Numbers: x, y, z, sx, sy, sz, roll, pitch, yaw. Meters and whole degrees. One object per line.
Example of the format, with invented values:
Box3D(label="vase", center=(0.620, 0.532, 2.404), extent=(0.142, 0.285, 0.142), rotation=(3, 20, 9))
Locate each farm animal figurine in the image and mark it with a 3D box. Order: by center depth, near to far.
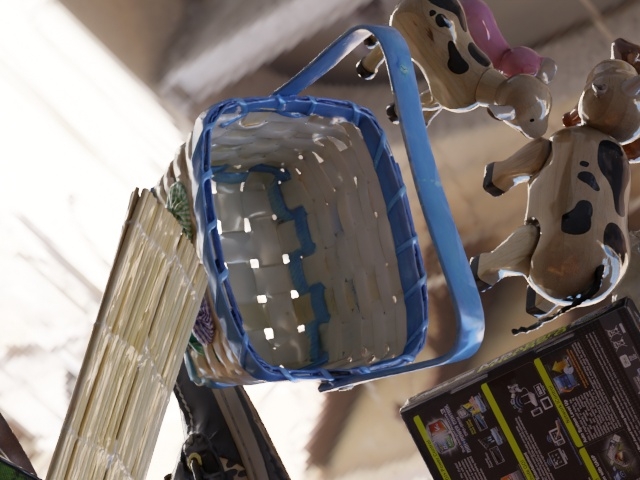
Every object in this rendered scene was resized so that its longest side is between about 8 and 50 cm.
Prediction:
Box3D(label="farm animal figurine", center=(0.209, -0.083, 1.488), extent=(0.172, 0.330, 0.326), rotation=(-29, -121, 50))

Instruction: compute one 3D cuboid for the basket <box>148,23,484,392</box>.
Box3D(label="basket", center=(0.000, 0.000, 1.311), extent=(0.289, 0.201, 0.254), rotation=(-28, -108, 46))

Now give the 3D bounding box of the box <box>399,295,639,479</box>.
Box3D(label="box", center=(0.223, 0.213, 1.431), extent=(0.216, 0.270, 0.060), rotation=(-28, 179, 15))

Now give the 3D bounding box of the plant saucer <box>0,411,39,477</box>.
Box3D(label="plant saucer", center=(-0.277, 0.140, 1.350), extent=(0.029, 0.168, 0.168), rotation=(-34, -160, -6))

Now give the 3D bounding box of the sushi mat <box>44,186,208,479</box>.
Box3D(label="sushi mat", center=(-0.132, 0.134, 1.029), extent=(0.019, 0.151, 0.316), rotation=(8, -114, 17))

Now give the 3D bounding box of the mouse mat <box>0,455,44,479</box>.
Box3D(label="mouse mat", center=(-0.270, 0.205, 1.159), extent=(0.152, 0.190, 0.007), rotation=(-56, -153, -3))

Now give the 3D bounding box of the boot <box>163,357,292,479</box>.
Box3D(label="boot", center=(-0.146, 0.270, 1.399), extent=(0.284, 0.138, 0.377), rotation=(-26, -130, -2))
